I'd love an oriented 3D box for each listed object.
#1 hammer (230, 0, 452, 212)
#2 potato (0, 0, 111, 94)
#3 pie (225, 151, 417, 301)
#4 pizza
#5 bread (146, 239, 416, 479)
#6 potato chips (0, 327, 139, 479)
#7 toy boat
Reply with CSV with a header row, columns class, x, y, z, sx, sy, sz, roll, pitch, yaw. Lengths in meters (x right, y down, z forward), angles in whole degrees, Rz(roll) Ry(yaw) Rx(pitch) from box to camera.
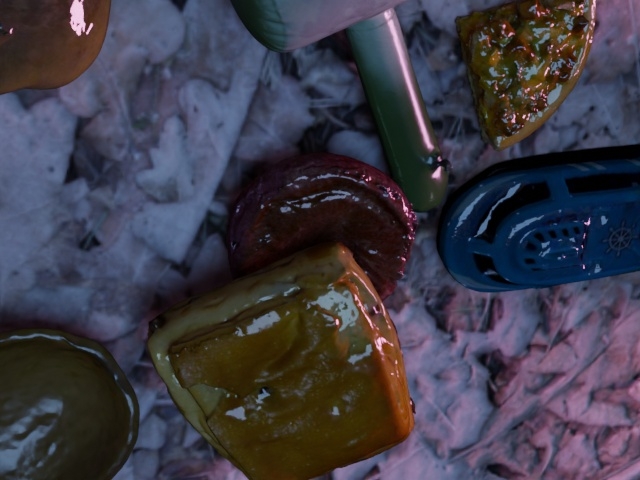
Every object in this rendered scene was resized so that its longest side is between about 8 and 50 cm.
class,x,y,z,sx,sy,sz,roll,pitch,yaw
hammer,0.053,-0.156,1.246,0.206,0.119,0.335,-26,123,-6
potato,-0.268,-0.242,1.075,0.191,0.141,0.296,-25,114,-11
pie,0.000,0.000,1.298,0.182,0.049,0.182,-5,126,-7
pizza,0.184,-0.165,1.314,0.134,0.046,0.175,14,106,-24
bread,-0.025,0.128,1.294,0.210,0.099,0.235,-22,128,7
potato chips,-0.268,0.167,1.281,0.195,0.062,0.208,14,107,-18
toy boat,0.265,-0.010,1.383,0.299,0.092,0.134,-9,117,-16
